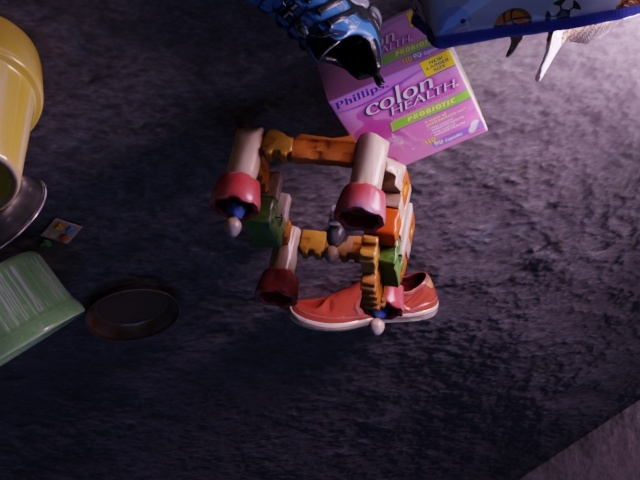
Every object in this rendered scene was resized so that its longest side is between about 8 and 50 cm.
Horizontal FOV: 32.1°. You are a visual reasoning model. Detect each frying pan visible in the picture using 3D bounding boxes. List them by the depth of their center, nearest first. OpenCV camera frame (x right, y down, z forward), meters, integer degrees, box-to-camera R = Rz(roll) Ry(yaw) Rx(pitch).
[{"bbox_3d":[-0.526,-0.073,1.751,0.197,0.326,0.053,-27,125,2],"label":"frying pan"}]

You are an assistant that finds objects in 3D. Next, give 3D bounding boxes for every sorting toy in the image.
[{"bbox_3d":[-0.490,-0.008,2.078,0.062,0.012,0.083,16,135,-38],"label":"sorting toy"}]

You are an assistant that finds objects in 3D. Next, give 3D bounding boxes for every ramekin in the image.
[{"bbox_3d":[-0.598,0.147,2.028,0.303,0.148,0.303,-32,-179,1],"label":"ramekin"}]

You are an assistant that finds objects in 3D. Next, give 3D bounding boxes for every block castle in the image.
[{"bbox_3d":[0.000,0.000,1.985,0.302,0.213,0.453,6,154,12],"label":"block castle"}]

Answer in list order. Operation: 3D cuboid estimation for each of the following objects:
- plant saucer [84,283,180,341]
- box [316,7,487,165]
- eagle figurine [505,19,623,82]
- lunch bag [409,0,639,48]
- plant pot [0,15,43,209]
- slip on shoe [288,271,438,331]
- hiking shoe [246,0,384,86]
[{"bbox_3d":[-0.392,0.145,2.312,0.198,0.036,0.199,-11,146,-7],"label":"plant saucer"},{"bbox_3d":[0.139,-0.249,1.876,0.213,0.117,0.243,-22,145,11],"label":"box"},{"bbox_3d":[0.411,-0.400,1.705,0.298,0.226,0.225,-14,126,7],"label":"eagle figurine"},{"bbox_3d":[0.303,-0.450,1.462,0.385,0.239,0.328,-10,114,-2],"label":"lunch bag"},{"bbox_3d":[-0.532,-0.171,1.631,0.253,0.239,0.254,-9,146,-6],"label":"plant pot"},{"bbox_3d":[0.092,0.127,2.420,0.331,0.123,0.101,-7,113,-3],"label":"slip on shoe"},{"bbox_3d":[-0.013,-0.344,1.667,0.304,0.132,0.113,18,136,-36],"label":"hiking shoe"}]
